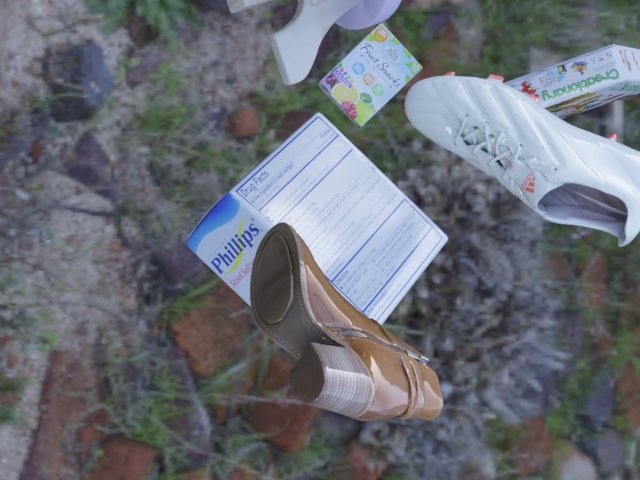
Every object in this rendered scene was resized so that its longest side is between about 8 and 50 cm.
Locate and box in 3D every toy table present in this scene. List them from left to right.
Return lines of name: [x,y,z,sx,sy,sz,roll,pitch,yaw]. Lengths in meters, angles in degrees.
toy table: [-0.014,-0.345,1.603,0.161,0.274,0.252,-21,88,-20]

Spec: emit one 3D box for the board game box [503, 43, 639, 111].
board game box: [0.354,-0.211,1.689,0.305,0.193,0.053,-14,86,-64]

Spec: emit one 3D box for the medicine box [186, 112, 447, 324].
medicine box: [0.000,0.000,1.816,0.289,0.149,0.263,44,43,0]

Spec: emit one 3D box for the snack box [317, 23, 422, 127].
snack box: [0.080,-0.267,1.984,0.141,0.037,0.100,-44,97,-2]

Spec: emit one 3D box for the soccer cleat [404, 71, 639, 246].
soccer cleat: [0.146,-0.060,0.869,0.068,0.196,0.076,100,17,-52]

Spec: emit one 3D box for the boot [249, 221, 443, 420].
boot: [0.039,0.109,1.573,0.220,0.283,0.109,15,125,-40]
